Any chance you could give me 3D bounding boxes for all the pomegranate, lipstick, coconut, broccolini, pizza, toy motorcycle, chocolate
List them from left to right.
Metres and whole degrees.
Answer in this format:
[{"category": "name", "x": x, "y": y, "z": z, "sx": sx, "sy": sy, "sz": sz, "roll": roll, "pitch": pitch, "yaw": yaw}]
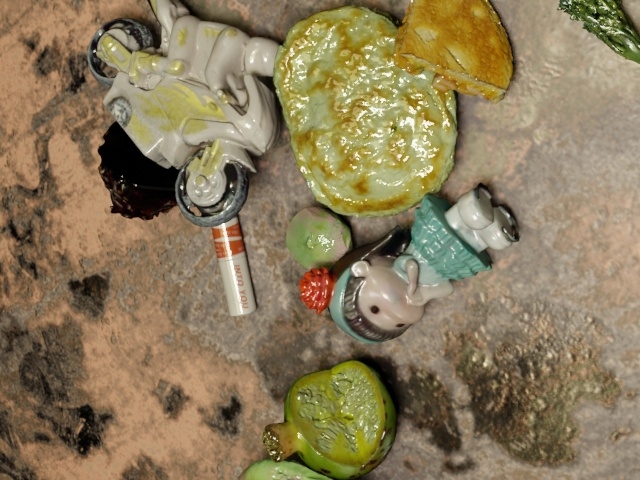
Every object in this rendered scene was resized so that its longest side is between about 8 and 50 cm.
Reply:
[{"category": "chocolate", "x": -0.228, "y": -0.080, "z": 1.288, "sx": 0.156, "sy": 0.156, "sz": 0.133, "roll": 43, "pitch": 141, "yaw": 16}, {"category": "toy motorcycle", "x": -0.154, "y": -0.192, "z": 1.196, "sx": 0.223, "sy": 0.108, "sz": 0.340, "roll": -42, "pitch": 66, "yaw": 8}, {"category": "lipstick", "x": -0.116, "y": 0.033, "z": 1.283, "sx": 0.038, "sy": 0.038, "sz": 0.130, "roll": -8, "pitch": 98, "yaw": 32}, {"category": "coconut", "x": 0.000, "y": 0.000, "z": 1.184, "sx": 0.082, "sy": 0.081, "sz": 0.083, "roll": 6, "pitch": 96, "yaw": 17}, {"category": "pomegranate", "x": 0.013, "y": 0.233, "z": 1.192, "sx": 0.143, "sy": 0.169, "sz": 0.122, "roll": 55, "pitch": 167, "yaw": 25}, {"category": "pizza", "x": 0.131, "y": -0.221, "z": 1.036, "sx": 0.046, "sy": 0.134, "sz": 0.175, "roll": 134, "pitch": 118, "yaw": -68}, {"category": "broccolini", "x": 0.339, "y": -0.176, "z": 0.966, "sx": 0.239, "sy": 0.051, "sz": 0.054, "roll": 44, "pitch": 163, "yaw": 9}]

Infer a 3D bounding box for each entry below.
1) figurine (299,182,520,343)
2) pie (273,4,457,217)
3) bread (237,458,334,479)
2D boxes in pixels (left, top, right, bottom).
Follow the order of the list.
[{"category": "figurine", "x": 0.101, "y": 0.024, "z": 1.104, "sx": 0.245, "sy": 0.110, "sz": 0.138, "roll": -37, "pitch": 114, "yaw": 26}, {"category": "pie", "x": 0.060, "y": -0.149, "z": 1.108, "sx": 0.201, "sy": 0.090, "sz": 0.248, "roll": -15, "pitch": 93, "yaw": 20}, {"category": "bread", "x": 0.002, "y": 0.411, "z": 1.251, "sx": 0.301, "sy": 0.045, "sz": 0.301, "roll": 23, "pitch": 133, "yaw": 27}]
